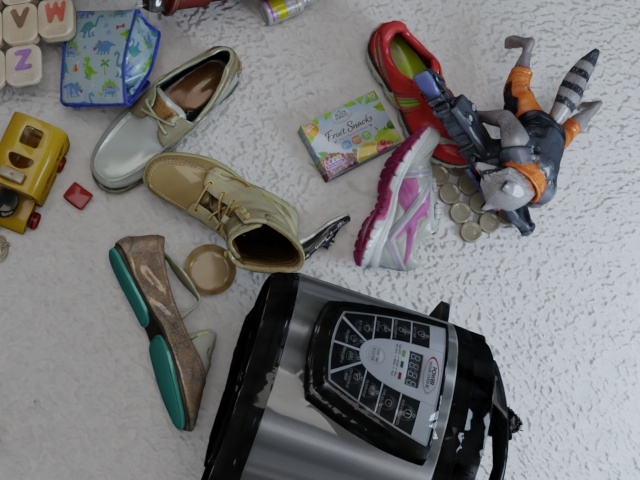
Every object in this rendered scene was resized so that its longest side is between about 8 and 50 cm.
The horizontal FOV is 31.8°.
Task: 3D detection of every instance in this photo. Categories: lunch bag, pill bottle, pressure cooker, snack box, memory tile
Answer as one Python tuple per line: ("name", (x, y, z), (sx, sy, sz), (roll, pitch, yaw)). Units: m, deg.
("lunch bag", (-0.333, -0.277, 1.755), (0.129, 0.096, 0.151), (2, 68, 25))
("pill bottle", (-0.057, -0.391, 1.869), (0.083, 0.043, 0.043), (-24, 84, -13))
("pressure cooker", (0.068, 0.261, 1.610), (0.420, 0.375, 0.370), (19, 102, -5))
("snack box", (0.048, -0.171, 1.848), (0.141, 0.037, 0.100), (-28, 84, -13))
("memory tile", (0.256, -0.078, 1.877), (0.113, 0.012, 0.148), (-27, 84, -13))

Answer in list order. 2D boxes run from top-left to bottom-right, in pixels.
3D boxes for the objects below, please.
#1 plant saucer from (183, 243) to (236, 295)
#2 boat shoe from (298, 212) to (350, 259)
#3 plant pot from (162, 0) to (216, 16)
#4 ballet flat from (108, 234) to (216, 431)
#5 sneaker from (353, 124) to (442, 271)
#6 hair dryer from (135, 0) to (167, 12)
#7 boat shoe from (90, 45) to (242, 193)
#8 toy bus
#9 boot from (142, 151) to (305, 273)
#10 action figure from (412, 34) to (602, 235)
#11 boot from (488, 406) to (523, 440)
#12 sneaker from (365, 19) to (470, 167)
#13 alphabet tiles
("plant saucer", (-0.175, 0.048, 1.783), (0.083, 0.015, 0.083), (2, 79, -9))
("boat shoe", (0.000, 0.000, 1.805), (0.125, 0.046, 0.038), (-33, 86, -10))
("plant pot", (-0.125, -0.499, 1.781), (0.265, 0.272, 0.272), (-7, 81, -19))
("ballet flat", (-0.221, 0.131, 1.720), (0.106, 0.107, 0.316), (-19, 83, -25))
("sneaker", (0.146, -0.061, 1.811), (0.111, 0.103, 0.252), (22, 92, -10))
("hair dryer", (-0.369, -0.467, 1.755), (0.223, 0.293, 0.080), (14, 116, -39))
("boat shoe", (-0.248, -0.202, 1.772), (0.113, 0.103, 0.302), (42, 77, 0))
("toy bus", (-0.463, -0.095, 1.718), (0.191, 0.104, 0.202), (-23, 84, -12))
("boot", (-0.146, -0.040, 1.694), (0.262, 0.203, 0.095), (26, 104, -13))
("action figure", (0.313, -0.190, 1.777), (0.341, 0.178, 0.330), (45, 52, -28))
("boot", (0.258, 0.266, 1.769), (0.121, 0.099, 0.045), (45, 75, 1))
("sneaker", (0.171, -0.237, 1.836), (0.107, 0.118, 0.279), (-38, 90, -13))
("alphabet tiles", (-0.524, -0.358, 1.758), (0.284, 0.021, 0.278), (-8, 70, 3))
